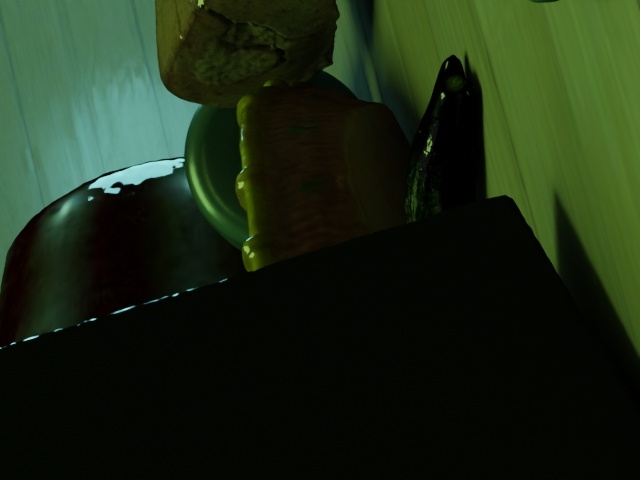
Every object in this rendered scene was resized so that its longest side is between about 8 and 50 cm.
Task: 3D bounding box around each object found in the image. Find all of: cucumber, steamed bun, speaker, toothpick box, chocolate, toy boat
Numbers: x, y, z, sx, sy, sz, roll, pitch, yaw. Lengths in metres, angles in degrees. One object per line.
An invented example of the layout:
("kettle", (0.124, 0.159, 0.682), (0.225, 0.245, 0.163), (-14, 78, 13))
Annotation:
("cucumber", (0.053, -0.026, 0.791), (0.135, 0.034, 0.033), (82, 178, -47))
("steamed bun", (-0.036, -0.167, 1.025), (0.175, 0.106, 0.144), (128, 143, -63))
("speaker", (0.012, 0.150, 0.598), (0.254, 0.232, 0.184), (-115, 11, -47))
("toothpick box", (-0.024, -0.044, 1.173), (0.184, 0.120, 0.120), (88, 169, -84))
("chocolate", (-0.115, 0.090, 1.533), (0.383, 0.384, 0.331), (88, -179, -69))
("toy boat", (0.005, -0.002, 0.922), (0.141, 0.099, 0.318), (42, -153, -25))

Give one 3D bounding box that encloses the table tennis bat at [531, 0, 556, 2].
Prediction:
("table tennis bat", (0.056, -0.123, 0.477), (0.237, 0.038, 0.149), (-106, 5, -61))
